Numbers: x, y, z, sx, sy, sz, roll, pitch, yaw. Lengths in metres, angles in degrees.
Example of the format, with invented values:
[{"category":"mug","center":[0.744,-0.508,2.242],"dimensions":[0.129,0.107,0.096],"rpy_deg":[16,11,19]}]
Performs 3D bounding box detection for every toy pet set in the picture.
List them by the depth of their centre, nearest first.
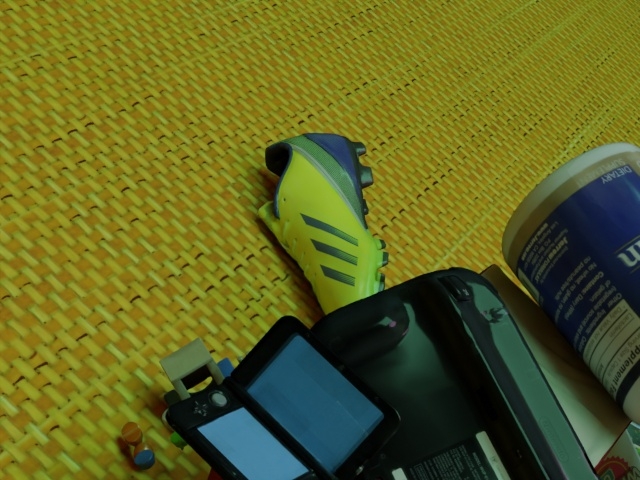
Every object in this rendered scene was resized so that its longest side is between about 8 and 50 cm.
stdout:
[{"category":"toy pet set","center":[-0.091,0.137,1.203],"dimensions":[0.065,0.122,0.114],"rpy_deg":[64,-8,-32]}]

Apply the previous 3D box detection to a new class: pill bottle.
[{"category":"pill bottle","center":[0.281,0.059,1.266],"dimensions":[0.153,0.153,0.265],"rpy_deg":[1,46,-50]}]

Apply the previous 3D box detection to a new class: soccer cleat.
[{"category":"soccer cleat","center":[0.000,0.001,1.533],"dimensions":[0.121,0.093,0.289],"rpy_deg":[-1,43,-7]}]

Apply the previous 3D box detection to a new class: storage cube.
[{"category":"storage cube","center":[0.124,0.166,1.289],"dimensions":[0.183,0.193,0.215],"rpy_deg":[44,27,10]}]

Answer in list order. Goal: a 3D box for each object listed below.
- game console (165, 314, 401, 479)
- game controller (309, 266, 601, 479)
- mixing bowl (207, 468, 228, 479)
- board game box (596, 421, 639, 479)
[{"category":"game console","center":[-0.027,0.124,1.077],"dimensions":[0.122,0.071,0.107],"rpy_deg":[41,32,22]},{"category":"game controller","center":[0.112,0.173,1.111],"dimensions":[0.067,0.166,0.319],"rpy_deg":[89,-24,-69]},{"category":"mixing bowl","center":[-0.021,0.219,1.136],"dimensions":[0.181,0.098,0.181],"rpy_deg":[29,30,-18]},{"category":"board game box","center":[0.360,0.259,1.541],"dimensions":[0.224,0.097,0.303],"rpy_deg":[21,34,-31]}]
